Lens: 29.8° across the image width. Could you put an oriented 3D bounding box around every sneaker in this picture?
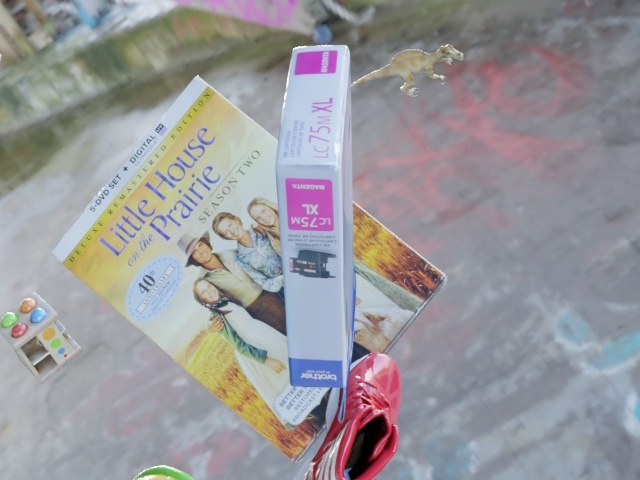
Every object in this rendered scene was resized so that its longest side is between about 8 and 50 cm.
[{"bbox_3d":[0.057,0.184,1.225,0.128,0.087,0.221,-46,15,47],"label":"sneaker"}]

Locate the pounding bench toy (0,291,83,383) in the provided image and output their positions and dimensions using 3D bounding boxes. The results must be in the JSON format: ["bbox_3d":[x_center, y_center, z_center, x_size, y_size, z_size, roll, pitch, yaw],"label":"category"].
[{"bbox_3d":[-0.288,0.087,1.188,0.052,0.065,0.083,-40,42,-17],"label":"pounding bench toy"}]

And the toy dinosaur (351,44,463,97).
[{"bbox_3d":[0.131,-0.259,1.804,0.183,0.092,0.053,-15,64,19],"label":"toy dinosaur"}]

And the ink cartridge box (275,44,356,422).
[{"bbox_3d":[0.000,0.000,1.117,0.065,0.311,0.186,-1,40,6],"label":"ink cartridge box"}]

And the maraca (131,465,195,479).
[{"bbox_3d":[-0.128,0.267,0.941,0.127,0.099,0.185,29,108,38],"label":"maraca"}]

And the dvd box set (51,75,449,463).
[{"bbox_3d":[-0.092,0.033,1.540,0.307,0.420,0.062,-50,-9,-1],"label":"dvd box set"}]
